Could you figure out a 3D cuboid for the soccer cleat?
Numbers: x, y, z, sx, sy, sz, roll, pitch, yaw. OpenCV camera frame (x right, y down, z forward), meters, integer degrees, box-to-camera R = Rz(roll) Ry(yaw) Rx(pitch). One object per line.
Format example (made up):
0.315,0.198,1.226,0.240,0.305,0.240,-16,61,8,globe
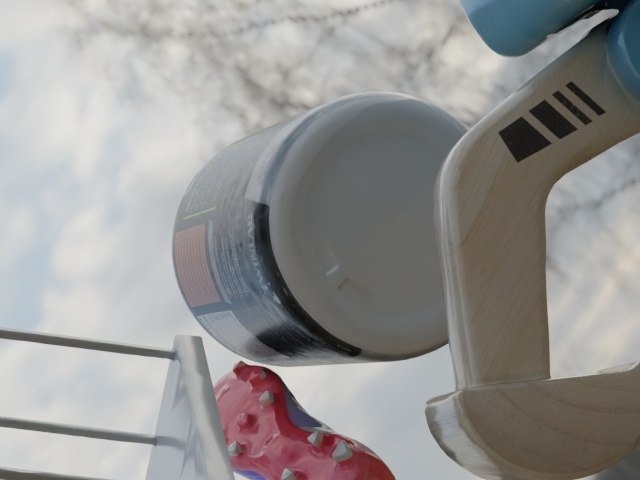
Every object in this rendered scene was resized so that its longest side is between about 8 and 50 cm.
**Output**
-0.016,0.164,1.489,0.083,0.248,0.095,-50,-60,-8,soccer cleat

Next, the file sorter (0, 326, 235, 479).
-0.170,0.215,1.221,0.193,0.173,0.277,-110,30,-64,file sorter

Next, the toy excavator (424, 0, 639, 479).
0.176,-0.124,1.242,0.445,0.433,0.222,-32,-1,-14,toy excavator

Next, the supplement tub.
0.000,0.000,1.511,0.193,0.193,0.316,-55,13,-14,supplement tub
